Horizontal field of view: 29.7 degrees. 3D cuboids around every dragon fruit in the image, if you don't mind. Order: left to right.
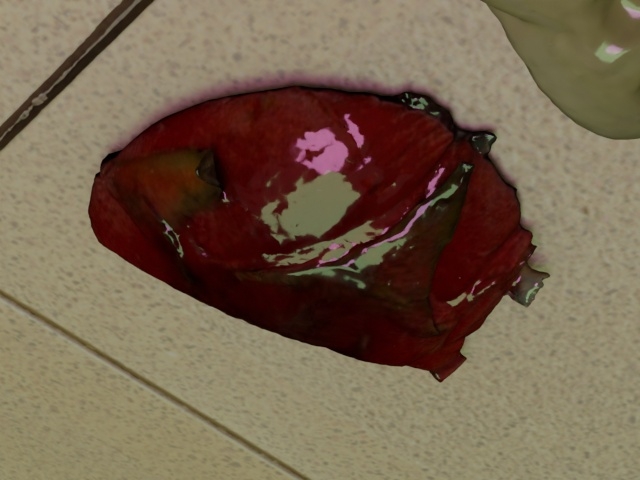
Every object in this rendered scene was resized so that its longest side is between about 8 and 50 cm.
[{"bbox_3d":[0.000,0.000,0.897,0.343,0.100,0.282,21,134,-10],"label":"dragon fruit"}]

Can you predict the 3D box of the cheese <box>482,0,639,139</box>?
[{"bbox_3d":[0.180,-0.225,0.568,0.328,0.130,0.351,-25,128,37],"label":"cheese"}]
